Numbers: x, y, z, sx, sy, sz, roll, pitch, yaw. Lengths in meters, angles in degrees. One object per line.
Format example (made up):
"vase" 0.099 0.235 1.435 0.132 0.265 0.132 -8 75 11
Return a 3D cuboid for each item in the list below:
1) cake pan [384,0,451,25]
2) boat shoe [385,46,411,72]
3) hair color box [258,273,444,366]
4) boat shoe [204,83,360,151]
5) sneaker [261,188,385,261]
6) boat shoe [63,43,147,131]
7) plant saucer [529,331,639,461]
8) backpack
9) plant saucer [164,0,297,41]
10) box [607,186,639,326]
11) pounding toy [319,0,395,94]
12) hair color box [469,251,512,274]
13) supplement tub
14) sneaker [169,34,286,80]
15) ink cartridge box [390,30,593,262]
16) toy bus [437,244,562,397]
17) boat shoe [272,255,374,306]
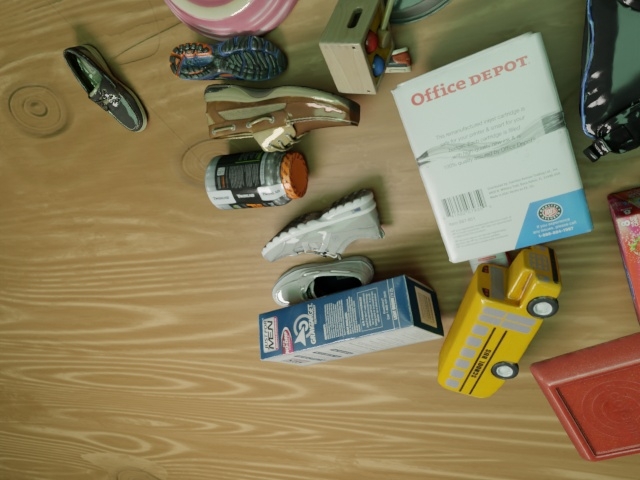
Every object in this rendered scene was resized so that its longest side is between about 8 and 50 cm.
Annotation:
"cake pan" 0.118 -0.502 0.826 0.293 0.054 0.293 8 116 18
"boat shoe" 0.095 -0.308 0.927 0.136 0.049 0.043 -9 111 20
"hair color box" 0.058 0.176 1.074 0.347 0.174 0.105 -19 64 27
"boat shoe" -0.080 -0.226 0.981 0.323 0.122 0.120 10 98 27
"sneaker" 0.000 0.000 1.068 0.281 0.105 0.115 -22 103 28
"boat shoe" -0.475 -0.327 1.128 0.080 0.073 0.224 -33 98 30
"plant saucer" 0.591 0.323 1.013 0.259 0.048 0.259 -27 101 29
"backpack" 0.500 -0.261 0.694 0.263 0.213 0.277 6 121 28
"plant saucer" -0.182 -0.527 0.917 0.332 0.084 0.332 9 116 19
"box" 0.574 0.041 0.848 0.128 0.122 0.257 -14 107 27
"pounding toy" 0.078 -0.335 0.833 0.100 0.141 0.130 11 158 26
"hair color box" 0.324 0.034 0.990 0.071 0.043 0.141 -14 108 26
"supplement tub" -0.129 -0.125 1.056 0.190 0.117 0.117 -2 112 23
"sneaker" -0.174 -0.349 0.999 0.221 0.087 0.083 3 103 2
"ink cartridge box" 0.279 -0.146 0.836 0.223 0.129 0.308 -15 105 26
"toy bus" 0.327 0.155 0.966 0.130 0.108 0.333 15 131 7
"boat shoe" -0.009 0.099 1.128 0.258 0.084 0.095 -23 103 28
